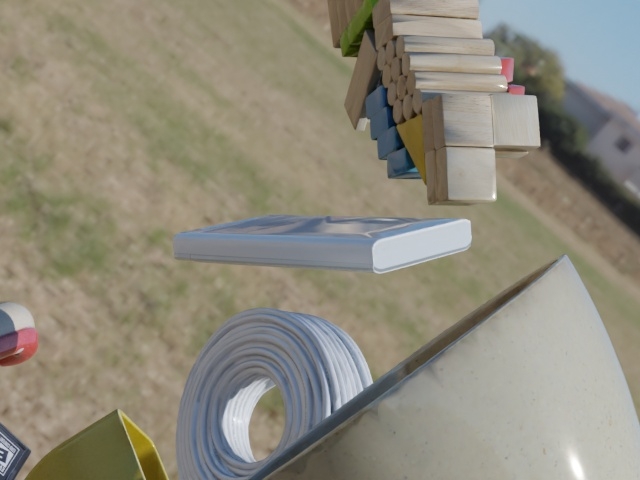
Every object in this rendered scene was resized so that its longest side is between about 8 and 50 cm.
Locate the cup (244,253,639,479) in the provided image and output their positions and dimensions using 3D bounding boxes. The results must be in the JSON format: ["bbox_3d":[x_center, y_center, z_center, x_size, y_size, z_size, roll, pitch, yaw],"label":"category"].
[{"bbox_3d":[0.117,0.200,1.034,0.237,0.331,0.331,54,11,4],"label":"cup"}]

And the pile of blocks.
[{"bbox_3d":[0.101,-0.142,1.201,0.112,0.149,0.362,0,45,-19],"label":"pile of blocks"}]

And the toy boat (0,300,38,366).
[{"bbox_3d":[-0.438,0.156,1.687,0.151,0.151,0.231,-2,6,18],"label":"toy boat"}]

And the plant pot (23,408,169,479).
[{"bbox_3d":[-0.134,0.163,0.833,0.081,0.083,0.081,63,-2,24],"label":"plant pot"}]

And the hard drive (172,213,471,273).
[{"bbox_3d":[0.000,0.000,1.698,0.307,0.040,0.203,3,10,38],"label":"hard drive"}]

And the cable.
[{"bbox_3d":[-0.056,0.199,1.506,0.089,0.257,0.257,18,20,-45],"label":"cable"}]

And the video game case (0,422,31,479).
[{"bbox_3d":[-0.431,0.216,1.308,0.275,0.035,0.248,49,47,-27],"label":"video game case"}]
